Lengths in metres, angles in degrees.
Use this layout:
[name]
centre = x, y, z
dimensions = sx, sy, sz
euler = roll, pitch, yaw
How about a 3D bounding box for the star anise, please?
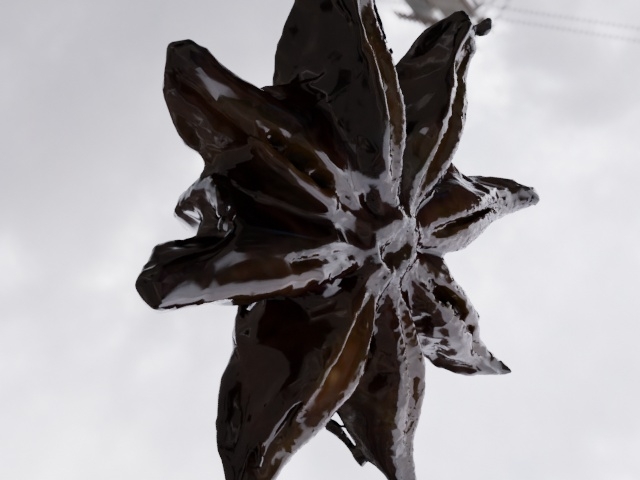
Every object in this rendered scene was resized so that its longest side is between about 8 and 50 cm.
[star anise]
centre = 0.000, 0.000, 0.575
dimensions = 0.103, 0.272, 0.272
euler = 6, -116, 42
